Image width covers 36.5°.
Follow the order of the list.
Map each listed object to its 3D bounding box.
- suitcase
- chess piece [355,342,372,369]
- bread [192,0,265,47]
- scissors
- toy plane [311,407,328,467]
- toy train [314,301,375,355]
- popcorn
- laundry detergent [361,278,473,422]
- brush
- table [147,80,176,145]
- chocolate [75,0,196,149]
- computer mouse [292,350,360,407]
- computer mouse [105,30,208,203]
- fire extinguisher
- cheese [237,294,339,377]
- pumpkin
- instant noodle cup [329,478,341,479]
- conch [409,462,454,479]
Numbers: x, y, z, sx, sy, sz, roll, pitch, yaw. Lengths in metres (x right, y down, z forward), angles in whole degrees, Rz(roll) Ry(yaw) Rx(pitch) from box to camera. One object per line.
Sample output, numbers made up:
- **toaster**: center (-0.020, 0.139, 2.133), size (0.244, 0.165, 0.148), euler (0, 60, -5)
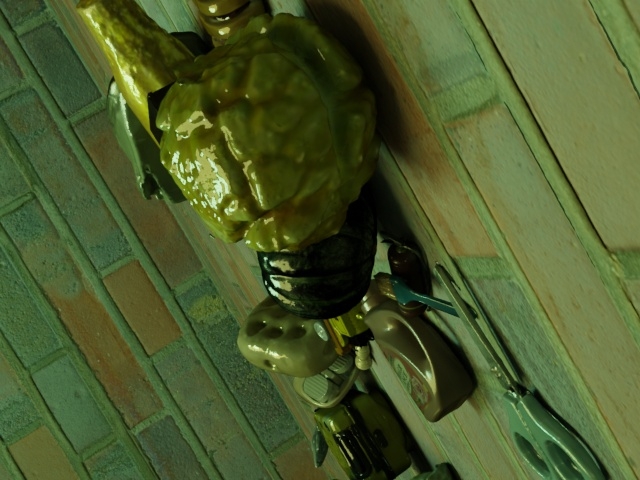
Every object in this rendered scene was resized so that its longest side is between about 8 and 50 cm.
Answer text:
- **suitcase**: center (0.094, 0.417, 2.074), size (0.194, 0.143, 0.235), euler (60, 168, -1)
- **chess piece**: center (0.083, 0.216, 1.909), size (0.035, 0.035, 0.092), euler (50, 161, 34)
- **bread**: center (-0.142, -0.355, 1.335), size (0.134, 0.081, 0.225), euler (44, 161, 52)
- **scissors**: center (0.240, 0.178, 1.228), size (0.360, 0.029, 0.191), euler (60, 167, -2)
- **toy plane**: center (0.023, 0.401, 2.243), size (0.212, 0.088, 0.267), euler (71, -165, -45)
- **toy train**: center (0.039, 0.115, 1.721), size (0.127, 0.089, 0.219), euler (15, 135, 57)
- **popcorn**: center (-0.068, -0.131, 1.172), size (0.247, 0.282, 0.282), euler (53, 173, -37)
- **laundry detergent**: center (0.136, 0.149, 1.464), size (0.237, 0.076, 0.171), euler (57, 166, 18)
- **brush**: center (0.139, 0.078, 1.303), size (0.164, 0.014, 0.051), euler (20, 149, 39)
- **table**: center (-0.137, -0.171, 1.485), size (0.169, 0.193, 0.172), euler (57, 167, 5)
- **chocolate**: center (-0.234, -0.237, 1.614), size (0.162, 0.162, 0.445), euler (42, 169, 51)
- **computer mouse**: center (0.006, 0.285, 2.101), size (0.082, 0.145, 0.236), euler (38, 173, -12)
- **computer mouse**: center (-0.292, -0.236, 1.849), size (0.145, 0.228, 0.429), euler (48, 161, 26)
- **fire extinguisher**: center (0.121, 0.046, 1.350), size (0.064, 0.043, 0.158), euler (17, 147, 26)
- **cheese**: center (-0.061, 0.194, 2.018), size (0.235, 0.217, 0.117), euler (-101, -7, -59)
- **pumpkin**: center (0.000, 0.000, 1.352), size (0.161, 0.221, 0.220), euler (8, 148, 13)
- **instant noodle cup**: center (0.118, 0.672, 1.975), size (0.339, 0.266, 0.340), euler (24, 174, 3)
- **conch**: center (0.214, 0.494, 1.873), size (0.106, 0.116, 0.173), euler (34, 147, 12)
